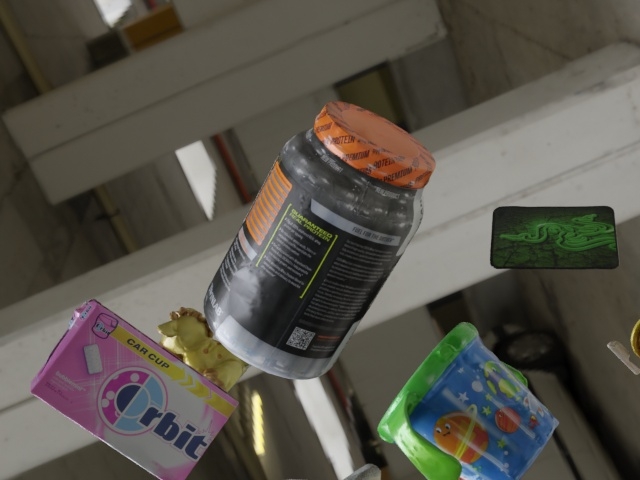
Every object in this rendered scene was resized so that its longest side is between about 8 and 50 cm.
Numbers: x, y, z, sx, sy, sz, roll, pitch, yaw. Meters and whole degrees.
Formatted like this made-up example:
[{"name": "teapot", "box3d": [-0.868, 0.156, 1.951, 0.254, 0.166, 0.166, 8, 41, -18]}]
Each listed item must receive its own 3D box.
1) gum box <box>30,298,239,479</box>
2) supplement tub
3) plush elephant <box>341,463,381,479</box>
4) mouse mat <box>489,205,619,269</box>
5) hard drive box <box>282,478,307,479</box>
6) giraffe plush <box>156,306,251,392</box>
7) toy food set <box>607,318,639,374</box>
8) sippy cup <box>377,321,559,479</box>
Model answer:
[{"name": "gum box", "box3d": [-0.192, 0.152, 0.969, 0.188, 0.107, 0.062, 38, 171, -14]}, {"name": "supplement tub", "box3d": [0.000, 0.000, 1.269, 0.207, 0.338, 0.207, 25, -157, -12]}, {"name": "plush elephant", "box3d": [0.014, 0.403, 1.114, 0.330, 0.255, 0.272, 35, -153, 19]}, {"name": "mouse mat", "box3d": [0.359, -0.006, 1.474, 0.152, 0.190, 0.007, -76, -18, -49]}, {"name": "hard drive box", "box3d": [-0.135, 0.642, 2.125, 0.089, 0.232, 0.181, 25, -128, -57]}, {"name": "giraffe plush", "box3d": [-0.224, 0.209, 1.715, 0.170, 0.210, 0.181, 42, 169, 2]}, {"name": "toy food set", "box3d": [0.740, 0.211, 2.033, 0.128, 0.218, 0.071, 50, -175, -24]}, {"name": "sippy cup", "box3d": [0.250, 0.289, 1.547, 0.224, 0.305, 0.240, 38, 155, 14]}]
